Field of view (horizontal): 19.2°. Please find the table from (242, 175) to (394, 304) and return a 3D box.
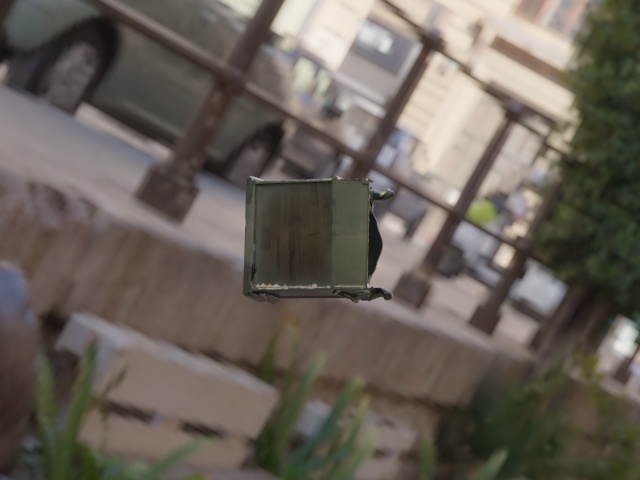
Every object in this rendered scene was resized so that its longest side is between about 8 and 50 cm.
[{"bbox_3d":[0.000,0.000,1.209,0.083,0.079,0.062,-1,-7,18],"label":"table"}]
